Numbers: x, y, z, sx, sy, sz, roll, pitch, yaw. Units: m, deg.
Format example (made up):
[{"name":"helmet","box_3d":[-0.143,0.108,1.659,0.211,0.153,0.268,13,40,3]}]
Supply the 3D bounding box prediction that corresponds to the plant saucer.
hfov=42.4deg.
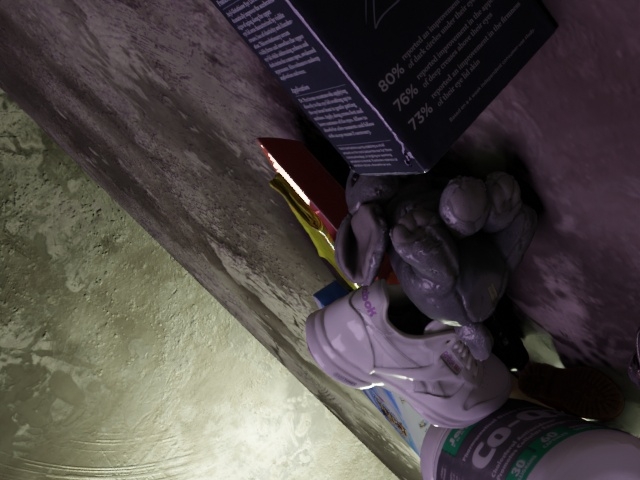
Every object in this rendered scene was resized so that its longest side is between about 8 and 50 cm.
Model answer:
[{"name":"plant saucer","box_3d":[0.038,-0.009,1.094,0.258,0.047,0.259,49,177,26]}]

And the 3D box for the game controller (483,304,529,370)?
[{"name":"game controller","box_3d":[0.159,0.047,1.065,0.319,0.067,0.166,54,176,-34]}]

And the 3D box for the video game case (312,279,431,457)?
[{"name":"video game case","box_3d":[0.103,0.228,1.490,0.269,0.061,0.244,41,160,59]}]

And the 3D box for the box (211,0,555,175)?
[{"name":"box","box_3d":[0.035,-0.170,0.578,0.207,0.153,0.108,49,164,-19]}]

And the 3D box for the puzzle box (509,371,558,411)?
[{"name":"puzzle box","box_3d":[0.250,0.268,1.424,0.272,0.052,0.409,40,165,13]}]

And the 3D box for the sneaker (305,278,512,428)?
[{"name":"sneaker","box_3d":[0.136,0.130,0.957,0.305,0.152,0.114,22,-138,-33]}]

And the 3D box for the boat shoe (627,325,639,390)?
[{"name":"boat shoe","box_3d":[0.332,0.128,0.826,0.049,0.056,0.152,20,154,44]}]

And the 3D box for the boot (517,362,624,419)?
[{"name":"boot","box_3d":[0.332,0.198,1.041,0.084,0.059,0.158,34,168,-24]}]

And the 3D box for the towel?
[{"name":"towel","box_3d":[0.000,0.000,1.113,0.102,0.021,0.237,50,177,29]}]

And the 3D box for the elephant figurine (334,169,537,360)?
[{"name":"elephant figurine","box_3d":[0.089,-0.027,0.848,0.169,0.186,0.239,32,178,-42]}]

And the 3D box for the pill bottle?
[{"name":"pill bottle","box_3d":[0.262,0.307,1.023,0.204,0.204,0.361,45,169,-7]}]
